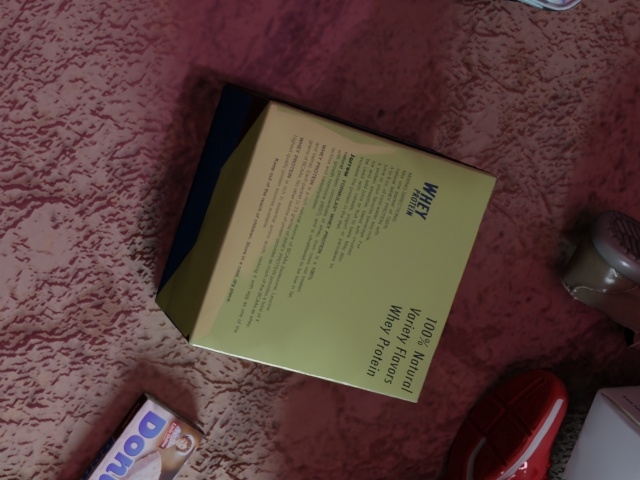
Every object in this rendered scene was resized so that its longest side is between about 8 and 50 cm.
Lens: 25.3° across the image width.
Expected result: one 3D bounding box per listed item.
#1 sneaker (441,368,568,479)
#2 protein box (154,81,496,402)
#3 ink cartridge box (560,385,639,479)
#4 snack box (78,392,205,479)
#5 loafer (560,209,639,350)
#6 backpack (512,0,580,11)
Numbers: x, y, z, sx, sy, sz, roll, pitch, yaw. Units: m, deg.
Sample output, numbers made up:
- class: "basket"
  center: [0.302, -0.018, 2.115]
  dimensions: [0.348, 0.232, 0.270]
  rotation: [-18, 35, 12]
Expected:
- class: "sneaker"
  center: [0.184, 0.227, 1.324]
  dimensions: [0.128, 0.087, 0.221]
  rotation: [27, 106, -31]
- class: "protein box"
  center: [0.000, 0.000, 1.165]
  dimensions: [0.201, 0.136, 0.199]
  rotation: [16, 97, -21]
- class: "ink cartridge box"
  center: [0.358, 0.243, 1.300]
  dimensions: [0.289, 0.121, 0.211]
  rotation: [1, 119, -33]
- class: "snack box"
  center: [-0.177, 0.219, 1.221]
  dimensions: [0.064, 0.022, 0.178]
  rotation: [36, 90, -21]
- class: "loafer"
  center: [0.320, 0.061, 1.326]
  dimensions: [0.251, 0.094, 0.087]
  rotation: [34, 125, -24]
- class: "backpack"
  center: [0.138, -0.318, 1.115]
  dimensions: [0.254, 0.191, 0.225]
  rotation: [27, 94, -17]
